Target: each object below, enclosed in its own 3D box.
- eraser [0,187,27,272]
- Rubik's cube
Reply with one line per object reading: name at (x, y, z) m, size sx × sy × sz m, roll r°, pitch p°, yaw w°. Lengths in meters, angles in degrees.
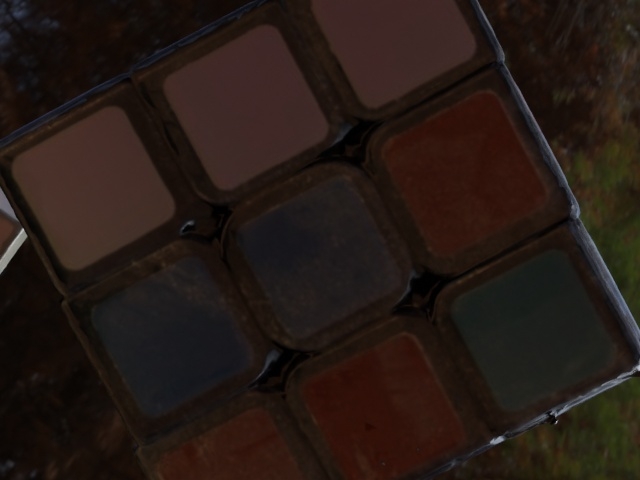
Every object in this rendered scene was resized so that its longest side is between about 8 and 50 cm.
eraser at (-0.468, -0.065, 1.115) m, size 0.397 × 0.213 × 0.082 m, roll 34°, pitch -21°, yaw -6°
Rubik's cube at (0.000, 0.000, 0.981) m, size 0.362 × 0.363 × 0.358 m, roll -27°, pitch -90°, yaw 6°
